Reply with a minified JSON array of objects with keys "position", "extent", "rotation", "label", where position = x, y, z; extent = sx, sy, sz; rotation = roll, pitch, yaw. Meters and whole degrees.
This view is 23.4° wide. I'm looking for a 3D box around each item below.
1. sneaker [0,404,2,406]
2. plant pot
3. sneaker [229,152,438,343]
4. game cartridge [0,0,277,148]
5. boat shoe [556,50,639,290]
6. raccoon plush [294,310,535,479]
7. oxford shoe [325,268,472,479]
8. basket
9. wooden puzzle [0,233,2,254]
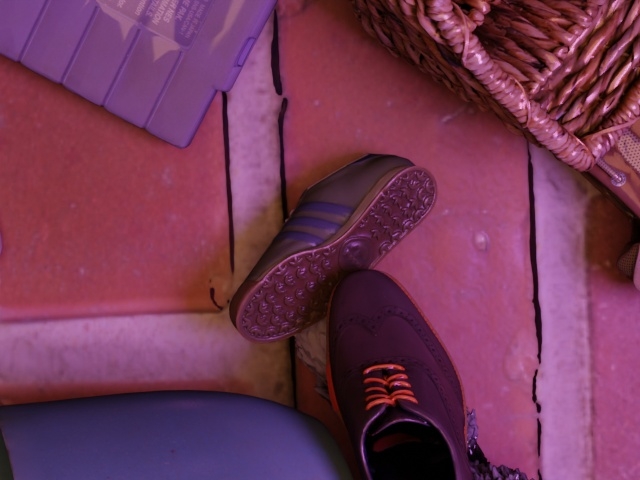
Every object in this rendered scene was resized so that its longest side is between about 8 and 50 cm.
[{"position":[-0.289,0.165,1.204],"extent":[0.098,0.069,0.038],"rotation":[-42,92,-2],"label":"sneaker"},{"position":[-0.095,0.241,1.118],"extent":[0.235,0.293,0.293],"rotation":[-10,90,-16],"label":"plant pot"},{"position":[0.000,0.000,1.215],"extent":[0.192,0.086,0.064],"rotation":[-40,121,-5],"label":"sneaker"},{"position":[-0.117,-0.273,1.188],"extent":[0.230,0.068,0.355],"rotation":[27,103,-7],"label":"game cartridge"},{"position":[0.289,-0.004,1.217],"extent":[0.120,0.122,0.324],"rotation":[-37,83,3],"label":"boat shoe"},{"position":[0.105,0.258,1.109],"extent":[0.216,0.299,0.446],"rotation":[-43,91,-2],"label":"raccoon plush"},{"position":[0.060,0.119,1.087],"extent":[0.097,0.098,0.271],"rotation":[-16,55,-2],"label":"oxford shoe"},{"position":[0.178,-0.245,1.116],"extent":[0.223,0.213,0.299],"rotation":[37,84,27],"label":"basket"},{"position":[-0.391,-0.062,1.218],"extent":[0.239,0.044,0.220],"rotation":[-14,90,-7],"label":"wooden puzzle"}]
